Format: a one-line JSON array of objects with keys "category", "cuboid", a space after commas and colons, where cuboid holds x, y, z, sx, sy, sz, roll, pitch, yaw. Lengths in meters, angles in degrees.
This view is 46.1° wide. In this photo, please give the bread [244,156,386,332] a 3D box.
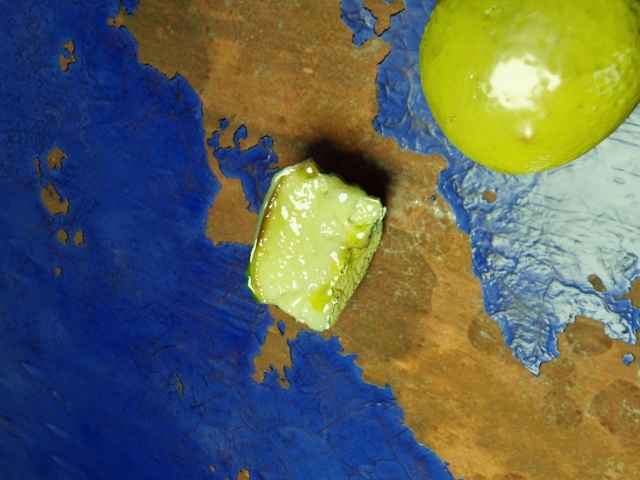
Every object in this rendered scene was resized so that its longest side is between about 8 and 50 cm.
[{"category": "bread", "cuboid": [0.005, -0.007, 1.130, 0.174, 0.133, 0.251, 27, 117, 16]}]

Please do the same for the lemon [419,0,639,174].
[{"category": "lemon", "cuboid": [0.237, -0.208, 0.831, 0.284, 0.261, 0.260, -28, 90, 53]}]
